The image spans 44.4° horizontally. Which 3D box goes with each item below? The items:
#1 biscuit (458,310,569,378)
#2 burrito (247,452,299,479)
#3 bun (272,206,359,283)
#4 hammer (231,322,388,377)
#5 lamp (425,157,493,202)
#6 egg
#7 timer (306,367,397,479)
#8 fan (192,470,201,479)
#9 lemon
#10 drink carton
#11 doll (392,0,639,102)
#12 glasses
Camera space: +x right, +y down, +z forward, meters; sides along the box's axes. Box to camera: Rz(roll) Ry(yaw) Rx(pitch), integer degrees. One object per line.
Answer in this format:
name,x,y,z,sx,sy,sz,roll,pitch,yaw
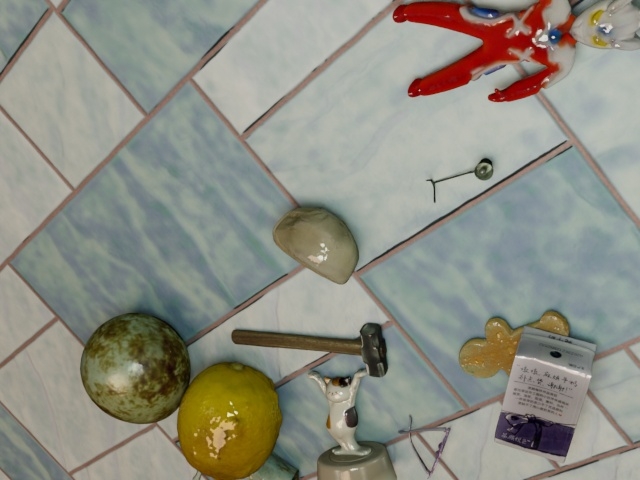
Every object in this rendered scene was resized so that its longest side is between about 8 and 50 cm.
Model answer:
biscuit,0.368,0.205,1.474,0.234,0.030,0.153,-22,107,34
burrito,-0.160,0.532,1.880,0.229,0.089,0.144,26,170,10
bun,0.000,0.000,1.479,0.173,0.166,0.113,34,85,-5
hammer,-0.031,0.221,1.679,0.366,0.043,0.111,2,120,28
lamp,0.241,-0.111,1.343,0.121,0.054,0.041,-21,108,26
egg,-0.411,0.297,1.786,0.238,0.238,0.289,5,145,24
timer,0.056,0.408,1.698,0.175,0.175,0.265,-8,96,30
fan,-0.297,0.564,2.026,0.153,0.008,0.226,31,126,6
lemon,-0.204,0.404,1.749,0.234,0.233,0.288,10,101,21
drink carton,0.405,0.278,1.423,0.134,0.102,0.222,16,126,18
doll,0.299,-0.304,1.174,0.384,0.099,0.188,-3,116,31
glasses,0.210,0.427,1.663,0.104,0.062,0.139,24,125,13
